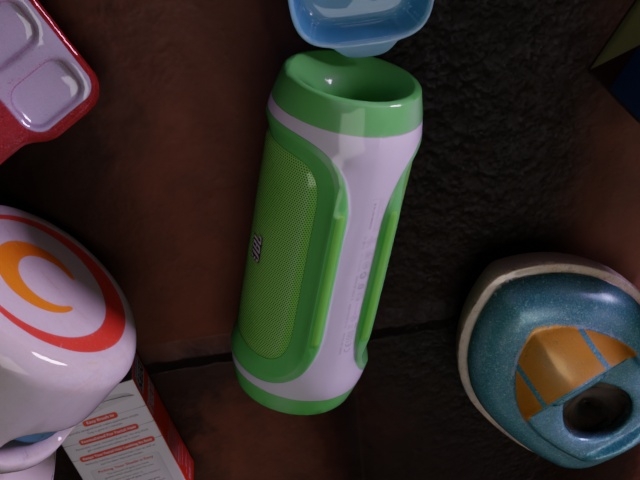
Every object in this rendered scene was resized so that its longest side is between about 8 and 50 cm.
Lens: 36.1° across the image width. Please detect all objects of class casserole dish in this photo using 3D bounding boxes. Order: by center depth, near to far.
[{"bbox_3d":[0.026,-0.230,0.730,0.114,0.037,0.188,-8,123,-4],"label":"casserole dish"}]

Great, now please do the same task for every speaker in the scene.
[{"bbox_3d":[0.000,0.000,0.818,0.131,0.131,0.296,4,121,-12],"label":"speaker"}]

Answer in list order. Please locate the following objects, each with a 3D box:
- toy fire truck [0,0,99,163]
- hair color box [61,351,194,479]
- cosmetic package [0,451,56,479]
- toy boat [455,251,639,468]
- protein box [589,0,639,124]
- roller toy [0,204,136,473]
[{"bbox_3d":[-0.331,-0.144,0.669,0.254,0.169,0.302,-42,123,-12],"label":"toy fire truck"},{"bbox_3d":[-0.193,0.189,0.951,0.093,0.053,0.167,-17,125,2],"label":"hair color box"},{"bbox_3d":[-0.387,0.270,0.907,0.309,0.160,0.113,-42,119,16],"label":"cosmetic package"},{"bbox_3d":[0.284,0.085,0.909,0.318,0.148,0.267,-39,120,15],"label":"toy boat"},{"bbox_3d":[0.370,-0.152,0.778,0.201,0.136,0.200,21,116,-21],"label":"protein box"},{"bbox_3d":[-0.262,0.079,0.785,0.209,0.191,0.146,33,112,-27],"label":"roller toy"}]
